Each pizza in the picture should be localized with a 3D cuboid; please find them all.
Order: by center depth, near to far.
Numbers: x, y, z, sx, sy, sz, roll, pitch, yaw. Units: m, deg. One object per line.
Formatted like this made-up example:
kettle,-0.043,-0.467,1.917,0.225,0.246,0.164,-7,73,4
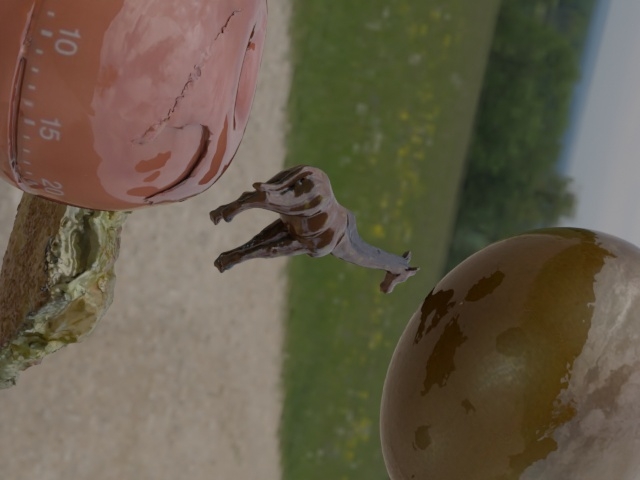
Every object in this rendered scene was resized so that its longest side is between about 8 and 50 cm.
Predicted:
pizza,-0.233,-0.005,1.531,0.223,0.089,0.323,4,-104,64

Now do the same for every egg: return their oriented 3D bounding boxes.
egg,0.210,0.148,1.589,0.351,0.283,0.282,-56,-178,20

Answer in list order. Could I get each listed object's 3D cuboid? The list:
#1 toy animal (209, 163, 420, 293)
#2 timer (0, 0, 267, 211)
toy animal,0.000,0.000,1.741,0.224,0.230,0.066,90,-22,-45
timer,-0.147,-0.134,1.106,0.229,0.215,0.229,19,90,-88
